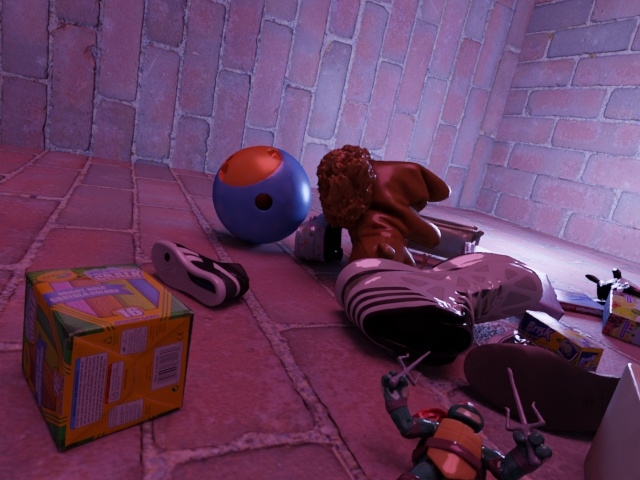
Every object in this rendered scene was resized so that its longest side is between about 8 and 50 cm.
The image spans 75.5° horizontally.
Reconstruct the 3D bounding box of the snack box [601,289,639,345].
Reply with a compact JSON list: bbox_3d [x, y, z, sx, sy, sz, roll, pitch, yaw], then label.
[{"bbox_3d":[0.853,0.216,1.061,0.207,0.070,0.174,20,26,29],"label":"snack box"}]

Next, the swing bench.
[{"bbox_3d":[0.393,-0.001,1.404,0.253,0.165,0.255,14,14,12],"label":"swing bench"}]

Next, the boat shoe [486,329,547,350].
[{"bbox_3d":[0.348,0.209,0.736,0.083,0.065,0.183,26,21,37],"label":"boat shoe"}]

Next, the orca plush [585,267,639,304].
[{"bbox_3d":[0.889,0.162,1.295,0.102,0.151,0.287,-18,11,14],"label":"orca plush"}]

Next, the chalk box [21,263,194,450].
[{"bbox_3d":[-0.269,0.110,0.497,0.213,0.132,0.132,22,17,40],"label":"chalk box"}]

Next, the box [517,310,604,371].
[{"bbox_3d":[0.506,0.210,0.884,0.059,0.054,0.169,8,14,-15],"label":"box"}]

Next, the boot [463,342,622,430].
[{"bbox_3d":[0.375,0.238,0.645,0.306,0.112,0.115,11,-15,13],"label":"boot"}]

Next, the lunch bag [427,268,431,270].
[{"bbox_3d":[0.350,0.109,1.164,0.071,0.053,0.083,3,27,-27],"label":"lunch bag"}]

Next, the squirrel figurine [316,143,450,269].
[{"bbox_3d":[0.117,-0.052,1.057,0.397,0.281,0.370,40,44,-18],"label":"squirrel figurine"}]

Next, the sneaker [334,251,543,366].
[{"bbox_3d":[0.267,0.143,0.783,0.448,0.169,0.257,-1,20,-11],"label":"sneaker"}]

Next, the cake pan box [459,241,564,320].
[{"bbox_3d":[0.497,0.109,1.119,0.246,0.070,0.267,25,24,10],"label":"cake pan box"}]

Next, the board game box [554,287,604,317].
[{"bbox_3d":[0.694,0.170,1.250,0.282,0.027,0.145,11,15,-1],"label":"board game box"}]

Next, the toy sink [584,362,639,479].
[{"bbox_3d":[0.359,0.251,0.401,0.131,0.152,0.234,20,15,28],"label":"toy sink"}]

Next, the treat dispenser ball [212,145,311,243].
[{"bbox_3d":[-0.171,-0.134,1.218,0.288,0.288,0.288,11,14,-3],"label":"treat dispenser ball"}]

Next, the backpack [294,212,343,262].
[{"bbox_3d":[0.000,0.000,1.172,0.115,0.151,0.182,-1,13,17],"label":"backpack"}]

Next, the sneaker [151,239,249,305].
[{"bbox_3d":[-0.237,0.063,0.843,0.217,0.079,0.121,29,17,28],"label":"sneaker"}]

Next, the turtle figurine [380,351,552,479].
[{"bbox_3d":[0.140,0.219,0.429,0.175,0.118,0.234,2,24,28],"label":"turtle figurine"}]
